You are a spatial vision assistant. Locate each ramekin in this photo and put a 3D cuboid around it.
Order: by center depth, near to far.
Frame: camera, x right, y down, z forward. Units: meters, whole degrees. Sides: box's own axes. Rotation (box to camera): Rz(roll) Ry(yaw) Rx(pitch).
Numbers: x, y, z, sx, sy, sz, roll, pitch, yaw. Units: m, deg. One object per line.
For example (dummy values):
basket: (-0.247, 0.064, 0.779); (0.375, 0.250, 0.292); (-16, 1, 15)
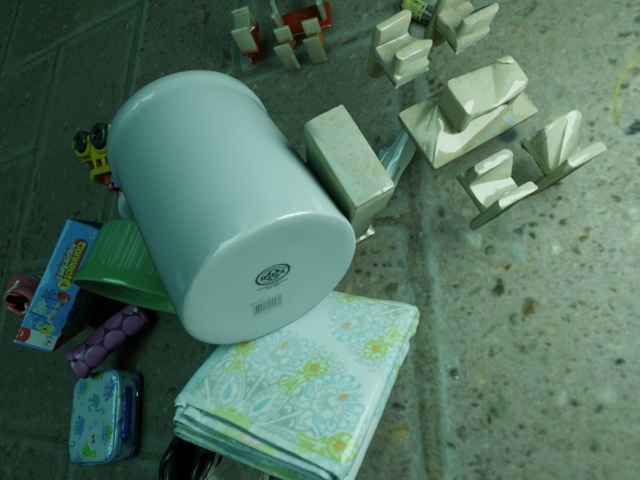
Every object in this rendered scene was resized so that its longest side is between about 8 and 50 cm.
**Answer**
ramekin: (-0.384, 0.068, 0.969); (0.303, 0.303, 0.148); (1, 67, 28)

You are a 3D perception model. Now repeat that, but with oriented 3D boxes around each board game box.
board game box: (-0.633, 0.102, 1.100); (0.302, 0.086, 0.308); (-69, 14, -5)

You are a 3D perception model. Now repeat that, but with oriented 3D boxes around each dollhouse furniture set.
dollhouse furniture set: (0.182, -0.173, 0.760); (0.394, 0.256, 0.362); (-29, 79, -7)
dollhouse furniture set: (-0.097, -0.574, 1.124); (0.258, 0.135, 0.262); (-8, 71, 14)

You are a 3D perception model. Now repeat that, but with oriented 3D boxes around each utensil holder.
utensil holder: (-0.163, -0.063, 0.749); (0.327, 0.327, 0.385); (-43, 57, 10)

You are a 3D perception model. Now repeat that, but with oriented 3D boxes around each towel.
towel: (-0.030, 0.224, 0.741); (0.320, 0.090, 0.374); (9, 38, 27)

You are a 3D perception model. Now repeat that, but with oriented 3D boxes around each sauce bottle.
sauce bottle: (0.235, -0.520, 0.955); (0.042, 0.042, 0.128); (-47, 58, 8)

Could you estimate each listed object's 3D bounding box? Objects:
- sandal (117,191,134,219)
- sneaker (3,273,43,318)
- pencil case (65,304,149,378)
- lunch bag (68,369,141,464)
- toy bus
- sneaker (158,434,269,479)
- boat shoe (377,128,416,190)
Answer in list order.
sandal: (-0.274, -0.168, 0.983); (0.416, 0.169, 0.102); (-25, 46, -15)
sneaker: (-0.932, 0.169, 1.319); (0.313, 0.136, 0.116); (18, 83, 31)
pencil case: (-0.540, 0.252, 1.076); (0.209, 0.098, 0.095); (-40, 71, -21)
lunch bag: (-0.538, 0.441, 1.052); (0.176, 0.090, 0.219); (-18, 67, 23)
toy bus: (-0.648, -0.237, 1.300); (0.220, 0.149, 0.212); (-7, 88, 29)
sneaker: (-0.194, 0.498, 0.753); (0.169, 0.257, 0.448); (-12, 70, 25)
boat shoe: (0.148, -0.167, 0.890); (0.063, 0.066, 0.184); (29, 100, 31)
